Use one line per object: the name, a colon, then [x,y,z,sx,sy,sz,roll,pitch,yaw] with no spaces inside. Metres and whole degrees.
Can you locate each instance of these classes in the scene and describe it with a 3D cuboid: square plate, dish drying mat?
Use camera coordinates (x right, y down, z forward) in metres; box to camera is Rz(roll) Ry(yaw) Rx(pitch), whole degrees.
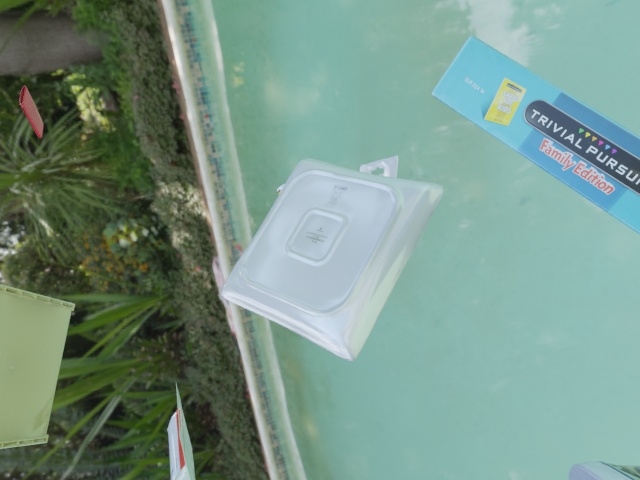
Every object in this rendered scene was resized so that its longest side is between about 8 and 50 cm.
square plate: [0.000,0.000,0.953,0.347,0.343,0.049,18,162,38]
dish drying mat: [-0.416,-0.184,0.748,0.083,0.008,0.032,114,155,-65]

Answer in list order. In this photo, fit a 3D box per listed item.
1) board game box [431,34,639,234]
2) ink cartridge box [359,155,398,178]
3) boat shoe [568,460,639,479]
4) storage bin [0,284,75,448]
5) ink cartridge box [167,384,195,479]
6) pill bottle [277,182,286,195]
board game box: [0.323,-0.106,0.625,0.336,0.254,0.079,40,114,18]
ink cartridge box: [0.097,-0.069,1.458,0.207,0.119,0.353,-4,76,62]
boat shoe: [0.370,0.296,0.506,0.302,0.094,0.109,-147,48,-80]
storage bin: [-0.570,0.212,0.878,0.260,0.123,0.262,58,-144,-71]
ink cartridge box: [-0.340,0.489,1.228,0.189,0.066,0.232,-124,23,-59]
pill bottle: [-0.084,-0.118,1.603,0.116,0.065,0.065,66,164,8]
